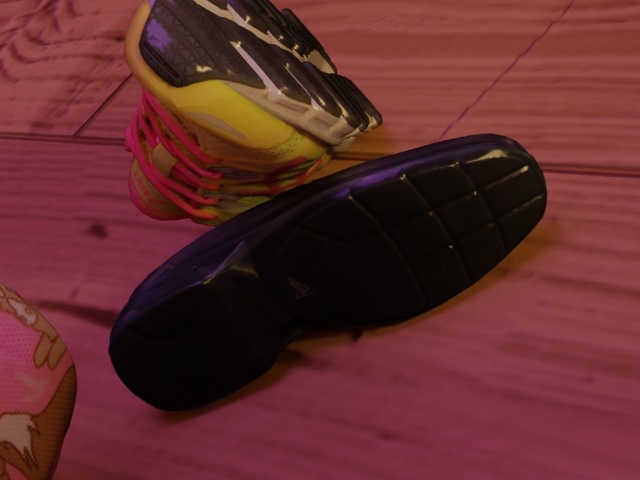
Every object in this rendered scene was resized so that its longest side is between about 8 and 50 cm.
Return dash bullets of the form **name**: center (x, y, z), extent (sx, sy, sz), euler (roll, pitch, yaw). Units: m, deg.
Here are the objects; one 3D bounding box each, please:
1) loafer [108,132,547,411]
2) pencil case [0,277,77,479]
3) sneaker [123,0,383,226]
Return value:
- **loafer**: center (0.000, 0.000, 0.630), extent (0.170, 0.062, 0.061), euler (-22, 28, 12)
- **pencil case**: center (-0.202, 0.156, 0.498), extent (0.160, 0.167, 0.386), euler (-54, 11, 44)
- **sneaker**: center (-0.037, -0.041, 0.648), extent (0.094, 0.081, 0.208), euler (-40, -11, 7)
